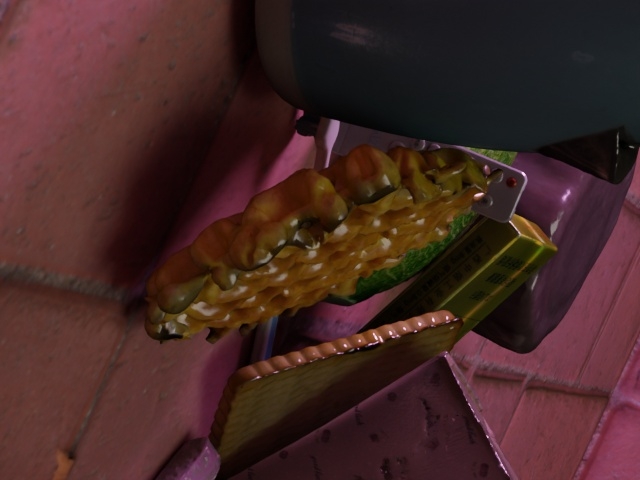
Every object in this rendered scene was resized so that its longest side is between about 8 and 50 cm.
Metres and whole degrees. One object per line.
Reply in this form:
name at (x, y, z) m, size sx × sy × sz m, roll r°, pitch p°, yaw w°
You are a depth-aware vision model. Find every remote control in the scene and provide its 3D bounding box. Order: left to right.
remote control at (0.092, -0.071, 1.476) m, size 0.027 × 0.184 × 0.050 m, roll -19°, pitch 132°, yaw -79°

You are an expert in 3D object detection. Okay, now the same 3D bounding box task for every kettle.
kettle at (0.166, -0.216, 1.250) m, size 0.247 × 0.342 × 0.319 m, roll 14°, pitch 92°, yaw -65°

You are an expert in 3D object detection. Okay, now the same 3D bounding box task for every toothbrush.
toothbrush at (-0.029, 0.029, 1.495) m, size 0.040 × 0.040 × 0.386 m, roll -35°, pitch 144°, yaw -51°

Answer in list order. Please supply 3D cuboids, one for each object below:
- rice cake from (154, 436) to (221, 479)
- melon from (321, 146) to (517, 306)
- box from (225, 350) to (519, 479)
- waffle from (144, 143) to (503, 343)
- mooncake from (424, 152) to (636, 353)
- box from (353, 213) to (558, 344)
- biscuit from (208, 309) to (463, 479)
rice cake at (-0.155, 0.250, 1.448) m, size 0.206 × 0.036 × 0.047 m, roll -47°, pitch 147°, yaw -36°
melon at (0.104, -0.070, 1.581) m, size 0.323 × 0.124 × 0.196 m, roll -64°, pitch 153°, yaw -6°
box at (0.053, 0.277, 1.576) m, size 0.297 × 0.190 × 0.225 m, roll -30°, pitch 154°, yaw 2°
waffle at (-0.003, -0.001, 1.301) m, size 0.329 × 0.062 × 0.329 m, roll -23°, pitch 168°, yaw -5°
mooncake at (0.240, -0.029, 1.894) m, size 0.306 × 0.154 × 0.306 m, roll -47°, pitch 152°, yaw -36°
box at (0.097, 0.091, 1.679) m, size 0.311 × 0.043 × 0.173 m, roll -42°, pitch 162°, yaw 11°
biscuit at (0.010, 0.148, 1.569) m, size 0.255 × 0.029 × 0.172 m, roll -13°, pitch 141°, yaw -30°
